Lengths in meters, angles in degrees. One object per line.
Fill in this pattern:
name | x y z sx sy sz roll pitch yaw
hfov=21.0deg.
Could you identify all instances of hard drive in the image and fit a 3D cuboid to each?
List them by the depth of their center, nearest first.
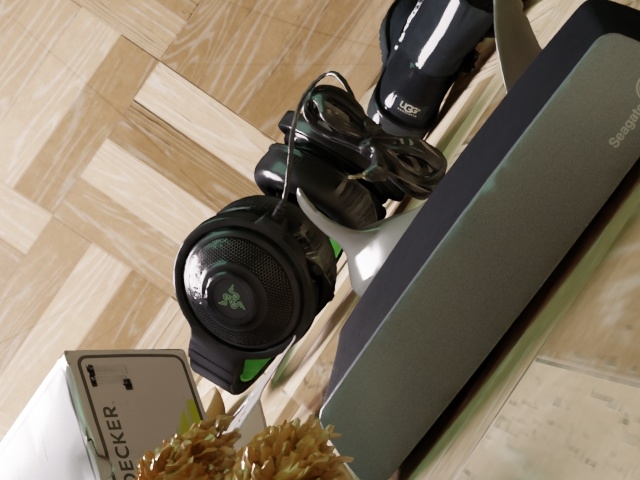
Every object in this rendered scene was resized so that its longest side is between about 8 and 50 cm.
hard drive | 0.087 -0.007 0.869 0.255 0.054 0.172 -54 5 16

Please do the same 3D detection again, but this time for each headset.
headset | 0.000 0.000 1.489 0.243 0.185 0.394 -54 -12 -30

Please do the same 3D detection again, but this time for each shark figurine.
shark figurine | 0.049 -0.020 1.022 0.166 0.116 0.278 -60 4 -33

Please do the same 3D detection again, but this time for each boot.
boot | 0.134 -0.233 1.705 0.207 0.094 0.246 -56 10 40

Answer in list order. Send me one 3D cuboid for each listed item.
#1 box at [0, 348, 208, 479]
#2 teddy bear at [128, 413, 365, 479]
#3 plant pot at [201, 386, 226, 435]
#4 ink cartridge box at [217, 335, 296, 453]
box | -0.160 0.215 1.100 0.290 0.087 0.169 -52 48 40
teddy bear | -0.102 0.208 0.716 0.338 0.113 0.245 -52 28 -9
plant pot | -0.159 0.252 1.715 0.236 0.032 0.236 -54 5 7
ink cartridge box | -0.080 0.195 1.228 0.181 0.056 0.225 -52 1 40
